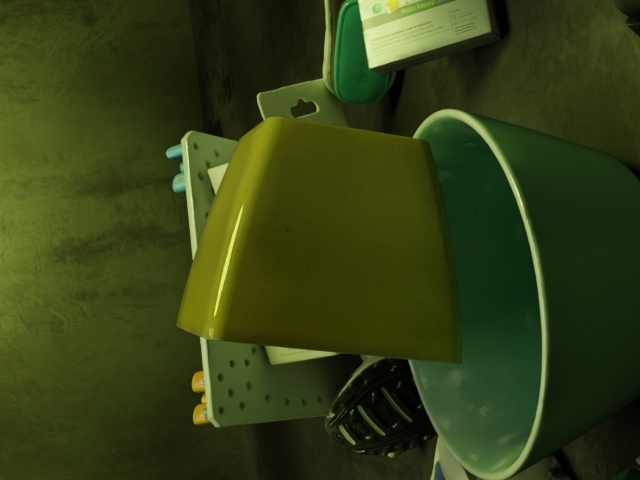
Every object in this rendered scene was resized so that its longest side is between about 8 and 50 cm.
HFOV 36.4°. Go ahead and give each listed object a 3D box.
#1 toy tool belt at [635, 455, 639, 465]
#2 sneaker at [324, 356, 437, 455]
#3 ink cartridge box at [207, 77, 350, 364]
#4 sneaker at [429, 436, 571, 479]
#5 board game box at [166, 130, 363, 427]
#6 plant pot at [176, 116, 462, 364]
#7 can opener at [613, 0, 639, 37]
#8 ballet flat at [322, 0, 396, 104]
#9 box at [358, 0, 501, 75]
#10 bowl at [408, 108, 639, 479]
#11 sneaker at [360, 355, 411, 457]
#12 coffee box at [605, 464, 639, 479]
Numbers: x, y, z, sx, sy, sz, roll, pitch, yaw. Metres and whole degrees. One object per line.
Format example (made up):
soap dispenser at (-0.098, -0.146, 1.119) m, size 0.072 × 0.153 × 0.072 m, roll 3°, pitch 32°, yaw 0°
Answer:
toy tool belt at (0.290, 0.175, 0.762) m, size 0.051 × 0.052 × 0.083 m, roll 48°, pitch 160°, yaw 9°
sneaker at (0.117, 0.123, 1.026) m, size 0.100 × 0.271 × 0.108 m, roll 50°, pitch 174°, yaw -9°
ink cartridge box at (-0.025, -0.032, 1.342) m, size 0.119 × 0.207 × 0.353 m, roll -13°, pitch 98°, yaw 34°
sneaker at (0.194, 0.294, 1.035) m, size 0.315 × 0.127 × 0.182 m, roll -102°, pitch 11°, yaw -45°
board game box at (-0.060, 0.063, 1.411) m, size 0.050 × 0.390 × 0.390 m, roll -14°, pitch 77°, yaw 34°
plant pot at (0.000, 0.000, 0.863) m, size 0.212 × 0.212 × 0.187 m, roll 173°, pitch 105°, yaw -75°
can opener at (0.272, -0.189, 0.683) m, size 0.059 × 0.073 × 0.186 m, roll -59°, pitch 15°, yaw -10°
ballet flat at (0.062, -0.353, 1.241) m, size 0.400 × 0.139 × 0.139 m, roll 99°, pitch 159°, yaw -51°
box at (0.110, -0.291, 1.064) m, size 0.038 × 0.145 × 0.186 m, roll 10°, pitch -110°, yaw -62°
bowl at (0.189, 0.039, 0.840) m, size 0.311 × 0.163 × 0.311 m, roll 175°, pitch 90°, yaw -74°
sneaker at (0.112, 0.191, 1.328) m, size 0.118 × 0.110 × 0.292 m, roll 57°, pitch 154°, yaw 32°
coffee box at (0.221, 0.288, 0.833) m, size 0.040 × 0.184 × 0.113 m, roll 35°, pitch 150°, yaw 8°
